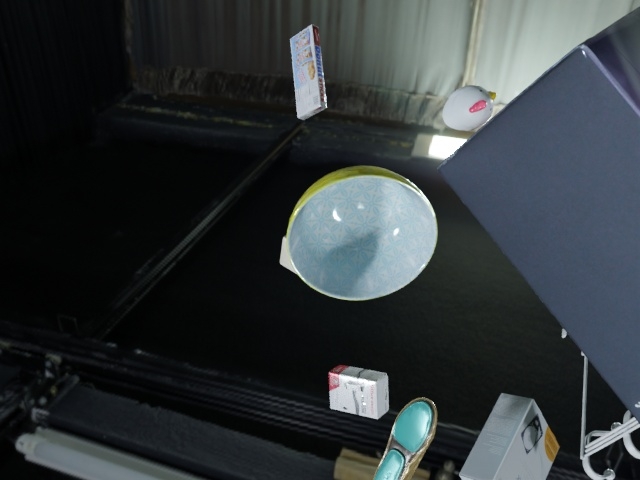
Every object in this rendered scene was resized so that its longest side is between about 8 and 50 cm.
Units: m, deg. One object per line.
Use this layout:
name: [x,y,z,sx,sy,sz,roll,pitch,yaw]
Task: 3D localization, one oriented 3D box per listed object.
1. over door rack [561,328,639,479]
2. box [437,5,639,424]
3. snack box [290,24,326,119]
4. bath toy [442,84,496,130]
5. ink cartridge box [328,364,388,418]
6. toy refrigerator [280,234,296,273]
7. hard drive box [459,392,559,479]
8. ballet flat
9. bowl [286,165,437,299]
over door rack: [0.566,0.243,1.098,0.108,0.239,0.324,20,-134,-8]
box: [0.321,-0.049,0.544,0.294,0.183,0.296,-35,-95,-35]
snack box: [-0.025,-0.332,1.196,0.064,0.178,0.022,-19,160,41]
bath toy: [0.408,-0.193,1.332,0.151,0.348,0.129,-37,-171,-3]
ink cartridge box: [0.092,0.366,1.475,0.135,0.099,0.056,3,-170,33]
toy refrigerator: [0.000,0.000,1.878,0.094,0.102,0.269,30,-142,27]
hard drive box: [0.435,0.501,1.384,0.089,0.181,0.232,-2,-140,49]
ballet flat: [0.171,0.397,1.178,0.073,0.232,0.080,4,-153,-49]
bowl: [0.074,-0.040,1.211,0.289,0.290,0.156,0,-146,-5]
